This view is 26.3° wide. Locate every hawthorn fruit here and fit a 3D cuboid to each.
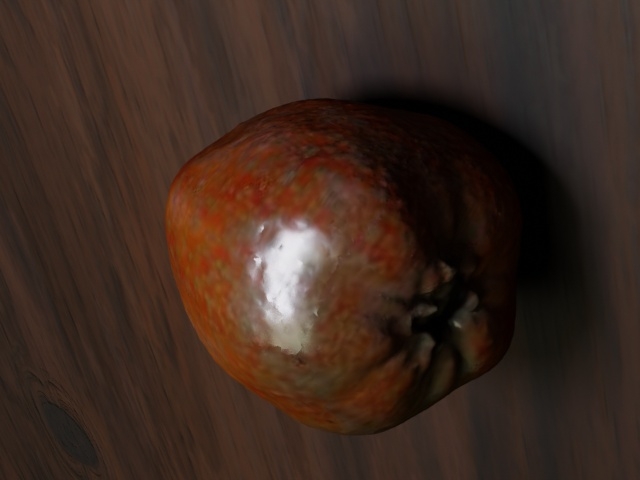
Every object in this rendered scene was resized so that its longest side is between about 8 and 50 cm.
[{"bbox_3d":[0.000,0.000,0.880,0.262,0.210,0.210,36,148,50],"label":"hawthorn fruit"}]
